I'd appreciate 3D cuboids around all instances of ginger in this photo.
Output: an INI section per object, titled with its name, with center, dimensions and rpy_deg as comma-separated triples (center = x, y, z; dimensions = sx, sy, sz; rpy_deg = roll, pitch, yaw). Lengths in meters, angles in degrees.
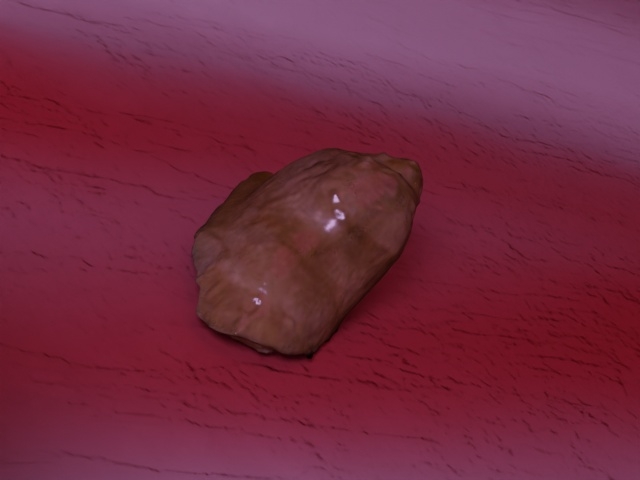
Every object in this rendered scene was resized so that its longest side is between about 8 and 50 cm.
[ginger]
center = -0.003, 0.003, 1.249
dimensions = 0.115, 0.122, 0.193
rpy_deg = 47, 33, -13
